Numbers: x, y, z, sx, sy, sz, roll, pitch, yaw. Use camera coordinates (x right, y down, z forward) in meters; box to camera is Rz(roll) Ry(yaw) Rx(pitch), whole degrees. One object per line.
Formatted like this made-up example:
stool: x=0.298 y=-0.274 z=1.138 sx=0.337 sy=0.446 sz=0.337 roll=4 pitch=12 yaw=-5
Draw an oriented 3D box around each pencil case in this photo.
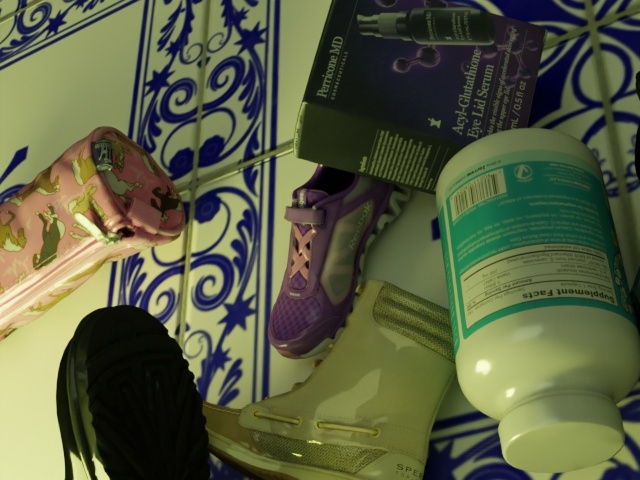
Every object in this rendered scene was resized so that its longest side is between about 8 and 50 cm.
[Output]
pencil case: x=-0.349 y=0.025 z=1.321 sx=0.386 sy=0.167 sz=0.160 roll=-32 pitch=80 yaw=16

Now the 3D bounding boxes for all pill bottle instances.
pill bottle: x=0.177 y=0.049 z=0.911 sx=0.146 sy=0.146 sz=0.264 roll=-21 pitch=51 yaw=25

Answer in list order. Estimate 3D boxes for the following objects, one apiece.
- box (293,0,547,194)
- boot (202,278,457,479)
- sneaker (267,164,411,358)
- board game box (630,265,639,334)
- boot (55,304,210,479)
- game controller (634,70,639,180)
box: x=0.092 y=-0.139 z=1.059 sx=0.207 sy=0.108 sz=0.153 roll=14 pitch=66 yaw=0
boot: x=0.003 y=0.131 z=1.023 sx=0.262 sy=0.095 sz=0.203 roll=10 pitch=69 yaw=39
sneaker: x=0.000 y=0.000 z=1.108 sx=0.095 sy=0.104 sz=0.236 roll=12 pitch=71 yaw=40
board game box: x=0.280 y=0.088 z=0.827 sx=0.026 sy=0.126 sz=0.186 roll=-8 pitch=51 yaw=-7
boot: x=-0.232 y=0.236 z=1.008 sx=0.260 sy=0.131 sz=0.348 roll=-7 pitch=96 yaw=32
game controller: x=0.313 y=-0.013 z=0.836 sx=0.067 sy=0.166 sz=0.319 roll=-16 pitch=47 yaw=3
